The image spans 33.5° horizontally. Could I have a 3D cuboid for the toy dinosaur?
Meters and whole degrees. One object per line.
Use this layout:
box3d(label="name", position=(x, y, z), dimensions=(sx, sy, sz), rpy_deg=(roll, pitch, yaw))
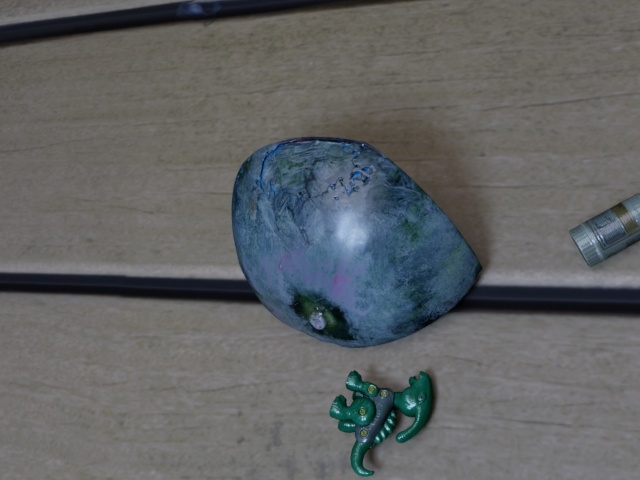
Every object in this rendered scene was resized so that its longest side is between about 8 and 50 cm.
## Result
box3d(label="toy dinosaur", position=(0.065, 0.192, 1.146), dimensions=(0.096, 0.059, 0.132), rpy_deg=(14, 64, 27))

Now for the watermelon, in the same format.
box3d(label="watermelon", position=(-0.002, 0.006, 1.195), dimensions=(0.322, 0.188, 0.175), rpy_deg=(1, 61, 35))

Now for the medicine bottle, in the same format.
box3d(label="medicine bottle", position=(0.312, -0.011, 1.128), dimensions=(0.083, 0.047, 0.047), rpy_deg=(-31, 54, 10))
